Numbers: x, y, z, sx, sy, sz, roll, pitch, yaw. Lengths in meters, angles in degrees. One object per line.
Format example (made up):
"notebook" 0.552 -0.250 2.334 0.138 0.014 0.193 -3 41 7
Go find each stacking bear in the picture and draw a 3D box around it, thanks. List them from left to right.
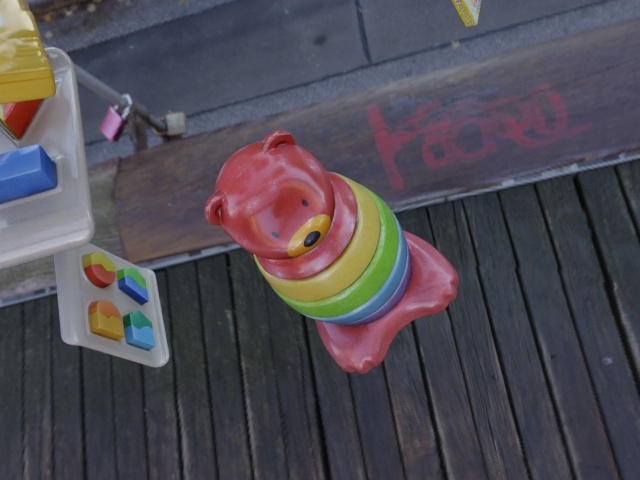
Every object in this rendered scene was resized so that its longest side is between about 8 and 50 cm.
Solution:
"stacking bear" 0.000 0.000 0.692 0.175 0.289 0.164 -41 53 5

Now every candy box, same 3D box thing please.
"candy box" 0.276 -0.513 1.247 0.027 0.105 0.206 -3 60 33

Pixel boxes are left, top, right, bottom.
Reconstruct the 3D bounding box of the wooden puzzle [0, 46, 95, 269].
"wooden puzzle" -0.510 -0.120 0.971 0.322 0.080 0.348 -16 65 -3

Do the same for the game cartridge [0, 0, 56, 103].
"game cartridge" -0.479 -0.247 0.758 0.285 0.053 0.324 -14 48 -24

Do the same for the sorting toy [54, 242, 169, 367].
"sorting toy" -0.329 0.097 1.078 0.038 0.208 0.193 -29 59 20
